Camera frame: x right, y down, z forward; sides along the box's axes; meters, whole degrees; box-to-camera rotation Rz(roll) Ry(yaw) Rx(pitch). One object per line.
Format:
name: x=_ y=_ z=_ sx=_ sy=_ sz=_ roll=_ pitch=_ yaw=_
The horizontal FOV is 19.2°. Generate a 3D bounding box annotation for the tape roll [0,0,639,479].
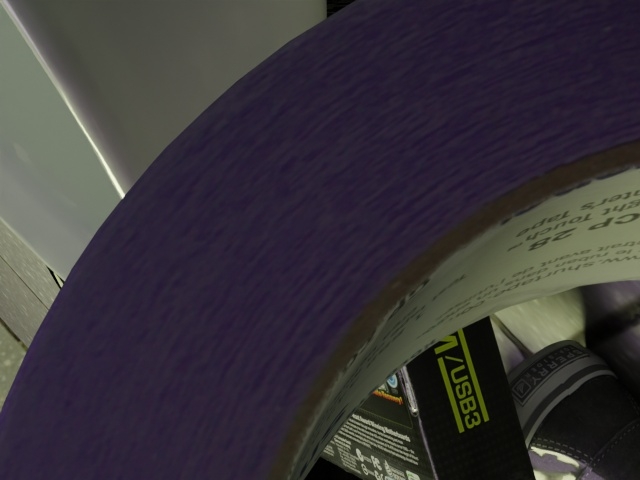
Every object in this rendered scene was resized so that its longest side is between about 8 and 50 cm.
tape roll: x=0.076 y=0.082 z=0.338 sx=0.275 sy=0.275 sz=0.090 roll=46 pitch=166 yaw=9

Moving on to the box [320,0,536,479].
box: x=0.000 y=0.000 z=0.725 sx=0.191 sy=0.045 sz=0.184 roll=12 pitch=120 yaw=67

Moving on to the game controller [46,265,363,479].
game controller: x=-0.050 y=0.032 z=0.889 sx=0.067 sy=0.166 sz=0.319 roll=-9 pitch=136 yaw=23

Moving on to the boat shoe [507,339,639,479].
boat shoe: x=0.115 y=0.125 z=0.772 sx=0.076 sy=0.080 sz=0.228 roll=42 pitch=157 yaw=31

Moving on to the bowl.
bowl: x=-0.089 y=-0.123 z=0.576 sx=0.298 sy=0.134 sz=0.298 roll=47 pitch=166 yaw=16
